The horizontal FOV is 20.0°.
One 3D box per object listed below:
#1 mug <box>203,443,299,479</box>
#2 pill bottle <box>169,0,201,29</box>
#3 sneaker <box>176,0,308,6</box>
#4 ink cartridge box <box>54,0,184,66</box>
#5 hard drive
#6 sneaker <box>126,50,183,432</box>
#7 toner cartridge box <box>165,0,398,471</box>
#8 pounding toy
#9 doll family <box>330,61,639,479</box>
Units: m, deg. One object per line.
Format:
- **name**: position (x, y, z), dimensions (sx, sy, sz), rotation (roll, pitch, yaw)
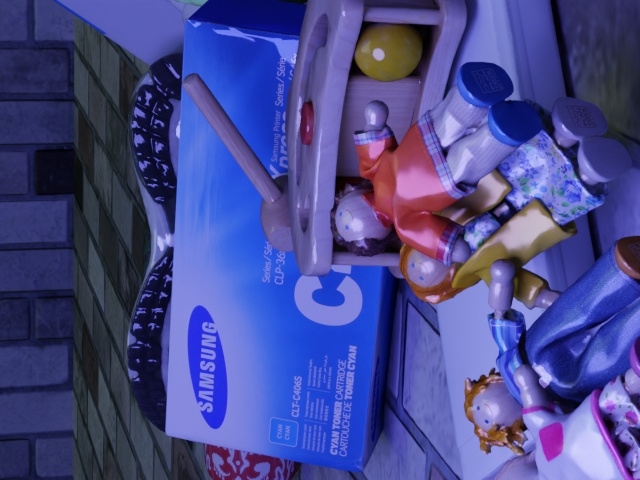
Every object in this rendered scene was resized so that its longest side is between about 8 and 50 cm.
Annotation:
- **mug**: position (-0.051, 0.136, 1.715), dimensions (0.113, 0.150, 0.169), rotation (25, 128, 33)
- **pill bottle**: position (-0.095, -0.287, 1.739), dimensions (0.124, 0.124, 0.221), rotation (112, 152, -58)
- **sneaker**: position (-0.069, -0.341, 1.510), dimensions (0.482, 0.185, 0.202), rotation (-111, 20, -50)
- **ink cartridge box**: position (-0.187, -0.299, 1.820), dimensions (0.086, 0.148, 0.203), rotation (-30, 44, 33)
- **hard drive**: position (0.110, -0.015, 1.125), dimensions (0.203, 0.040, 0.307), rotation (122, 143, -66)
- **sneaker**: position (-0.120, -0.004, 1.855), dimensions (0.182, 0.158, 0.410), rotation (-108, 20, -74)
- **toner cartridge box**: position (-0.023, -0.002, 1.378), dimensions (0.075, 0.165, 0.347), rotation (-56, -27, -62)
- **pounding toy**: position (-0.007, -0.063, 1.176), dimensions (0.269, 0.155, 0.154), rotation (103, 164, -47)
- **doll family**: position (0.112, 0.034, 0.946), dimensions (0.163, 0.118, 0.263), rotation (-43, 70, 43)
